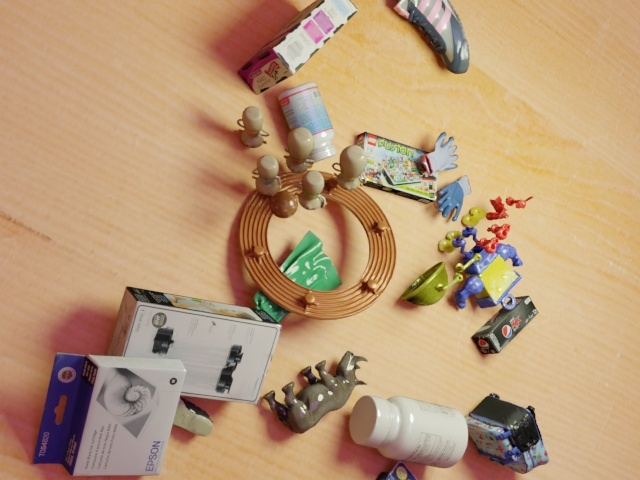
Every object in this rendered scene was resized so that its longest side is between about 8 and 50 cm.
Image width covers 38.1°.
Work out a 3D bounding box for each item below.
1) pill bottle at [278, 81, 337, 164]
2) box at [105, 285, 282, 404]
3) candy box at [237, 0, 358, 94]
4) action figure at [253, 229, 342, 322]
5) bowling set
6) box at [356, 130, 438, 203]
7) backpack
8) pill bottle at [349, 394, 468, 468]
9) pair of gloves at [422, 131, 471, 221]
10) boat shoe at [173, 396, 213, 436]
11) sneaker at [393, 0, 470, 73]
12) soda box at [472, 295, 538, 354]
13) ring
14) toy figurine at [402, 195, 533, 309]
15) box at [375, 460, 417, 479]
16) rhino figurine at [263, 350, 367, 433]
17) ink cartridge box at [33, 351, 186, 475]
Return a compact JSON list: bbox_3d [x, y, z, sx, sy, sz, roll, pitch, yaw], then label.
[{"bbox_3d":[-0.023,-0.246,1.951,0.087,0.087,0.160,-22,93,-32],"label":"pill bottle"},{"bbox_3d":[-0.234,0.197,1.709,0.290,0.087,0.169,12,100,-28],"label":"box"},{"bbox_3d":[-0.047,-0.414,1.926,0.071,0.159,0.233,49,61,-16],"label":"candy box"},{"bbox_3d":[-0.067,0.099,1.875,0.232,0.063,0.137,-41,103,-35],"label":"action figure"},{"bbox_3d":[-0.066,-0.122,1.841,0.287,0.154,0.199,24,69,4],"label":"bowling set"},{"bbox_3d":[0.172,-0.162,2.084,0.207,0.036,0.114,14,74,-29],"label":"box"},{"bbox_3d":[0.420,0.446,2.062,0.117,0.158,0.173,-36,112,-23],"label":"backpack"},{"bbox_3d":[0.182,0.394,1.933,0.229,0.131,0.131,18,72,-28],"label":"pill bottle"},{"bbox_3d":[0.293,-0.145,2.133,0.159,0.023,0.198,-36,114,-48],"label":"pair of gloves"},{"bbox_3d":[-0.260,0.321,1.733,0.133,0.042,0.049,36,90,-20],"label":"boat shoe"},{"bbox_3d":[0.241,-0.525,2.168,0.131,0.112,0.319,-24,91,-15],"label":"sneaker"},{"bbox_3d":[0.432,0.197,2.163,0.169,0.060,0.053,-37,102,-32],"label":"soda box"},{"bbox_3d":[0.000,0.000,1.887,0.337,0.032,0.336,8,62,-14],"label":"ring"},{"bbox_3d":[0.377,0.086,2.083,0.362,0.191,0.217,-44,109,-28],"label":"toy figurine"},{"bbox_3d":[0.132,0.584,1.923,0.225,0.036,0.136,-45,105,-28],"label":"box"},{"bbox_3d":[0.007,0.301,1.879,0.243,0.073,0.106,-29,93,-33],"label":"rhino figurine"},{"bbox_3d":[-0.364,0.305,1.606,0.224,0.045,0.223,7,108,-27],"label":"ink cartridge box"}]
